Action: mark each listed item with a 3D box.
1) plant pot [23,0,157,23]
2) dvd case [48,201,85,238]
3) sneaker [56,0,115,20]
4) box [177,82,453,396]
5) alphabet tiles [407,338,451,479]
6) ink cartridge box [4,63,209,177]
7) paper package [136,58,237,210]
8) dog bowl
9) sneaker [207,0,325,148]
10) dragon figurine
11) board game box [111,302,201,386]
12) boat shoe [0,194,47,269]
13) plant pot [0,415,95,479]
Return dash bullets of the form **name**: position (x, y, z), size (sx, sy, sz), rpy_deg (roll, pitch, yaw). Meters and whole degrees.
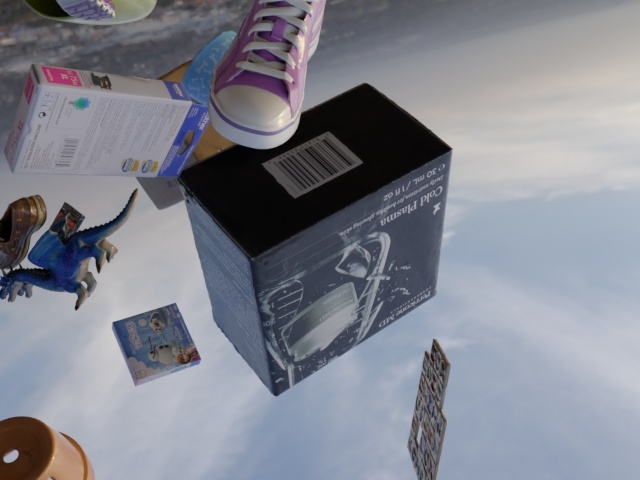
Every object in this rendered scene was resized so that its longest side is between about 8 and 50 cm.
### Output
- **plant pot**: position (-0.514, -0.621, 1.764), size (0.274, 0.275, 0.293), rpy_deg (-10, 178, 18)
- **dvd case**: position (-0.539, -0.014, 1.555), size (0.087, 0.119, 0.013), rpy_deg (28, 177, 43)
- **sneaker**: position (-0.477, -0.501, 1.416), size (0.095, 0.104, 0.236), rpy_deg (-3, 165, 30)
- **box**: position (0.000, 0.000, 1.614), size (0.480, 0.472, 0.297), rpy_deg (-29, -126, -21)
- **alphabet tiles**: position (0.187, 0.300, 1.288), size (0.009, 0.237, 0.198), rpy_deg (7, -167, -5)
- **ink cartridge box**: position (-0.349, -0.191, 1.261), size (0.311, 0.065, 0.186), rpy_deg (0, 139, -39)
- **paper package**: position (-0.372, -0.259, 1.929), size (0.168, 0.309, 0.325), rpy_deg (-42, -165, -36)
- **dog bowl**: position (-0.186, -0.325, 1.575), size (0.166, 0.074, 0.297), rpy_deg (-49, 169, 0)
- **sneaker**: position (-0.047, -0.231, 0.790), size (0.102, 0.161, 0.282), rpy_deg (15, -133, -5)
- **dragon figurine**: position (-0.416, 0.014, 1.216), size (0.289, 0.144, 0.085), rpy_deg (-54, -171, 23)
- **board game box**: position (-0.215, 0.135, 0.982), size (0.090, 0.090, 0.020), rpy_deg (-17, 154, -28)
- **boat shoe**: position (-0.518, -0.012, 1.249), size (0.060, 0.064, 0.178), rpy_deg (-9, 151, -49)
- **plant pot**: position (-0.702, 0.550, 1.766), size (0.291, 0.203, 0.291), rpy_deg (-1, -133, 1)
